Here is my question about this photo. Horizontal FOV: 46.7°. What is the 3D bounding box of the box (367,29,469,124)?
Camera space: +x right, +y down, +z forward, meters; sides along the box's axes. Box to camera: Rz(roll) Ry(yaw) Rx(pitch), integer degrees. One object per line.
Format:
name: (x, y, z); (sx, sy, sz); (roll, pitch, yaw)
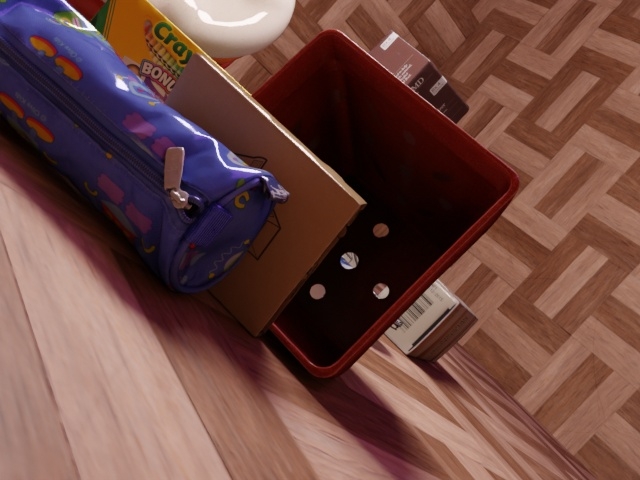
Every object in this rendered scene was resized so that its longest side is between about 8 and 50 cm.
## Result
box: (0.193, -0.327, 1.682); (0.203, 0.168, 0.167); (33, 15, -46)

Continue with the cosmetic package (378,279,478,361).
cosmetic package: (0.219, 0.156, 1.547); (0.129, 0.153, 0.296); (45, 6, 21)

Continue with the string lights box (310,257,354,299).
string lights box: (-0.049, 0.004, 1.084); (0.259, 0.077, 0.133); (44, 5, 18)

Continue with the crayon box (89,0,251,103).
crayon box: (-0.227, -0.218, 1.094); (0.278, 0.165, 0.081); (42, 4, -6)

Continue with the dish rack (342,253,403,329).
dish rack: (0.020, 0.058, 1.256); (0.271, 0.074, 0.208); (47, 7, 36)

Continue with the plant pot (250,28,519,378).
plant pot: (0.022, -0.012, 0.821); (0.267, 0.267, 0.236); (43, -8, 20)

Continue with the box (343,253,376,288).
box: (0.000, 0.000, 1.473); (0.275, 0.094, 0.113); (43, 3, 19)

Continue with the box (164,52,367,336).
box: (-0.080, -0.038, 0.657); (0.201, 0.164, 0.021); (43, 24, 13)

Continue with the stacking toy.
stacking toy: (-0.285, -0.401, 1.443); (0.350, 0.351, 0.480); (42, -32, -5)

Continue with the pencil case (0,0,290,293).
pencil case: (-0.171, -0.091, 0.599); (0.306, 0.119, 0.133); (42, -6, 11)

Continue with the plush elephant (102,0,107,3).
plush elephant: (-0.495, -0.589, 2.028); (0.272, 0.330, 0.255); (-77, 143, -71)

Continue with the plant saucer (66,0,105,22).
plant saucer: (-0.459, -0.390, 1.103); (0.258, 0.047, 0.259); (41, 22, -14)
